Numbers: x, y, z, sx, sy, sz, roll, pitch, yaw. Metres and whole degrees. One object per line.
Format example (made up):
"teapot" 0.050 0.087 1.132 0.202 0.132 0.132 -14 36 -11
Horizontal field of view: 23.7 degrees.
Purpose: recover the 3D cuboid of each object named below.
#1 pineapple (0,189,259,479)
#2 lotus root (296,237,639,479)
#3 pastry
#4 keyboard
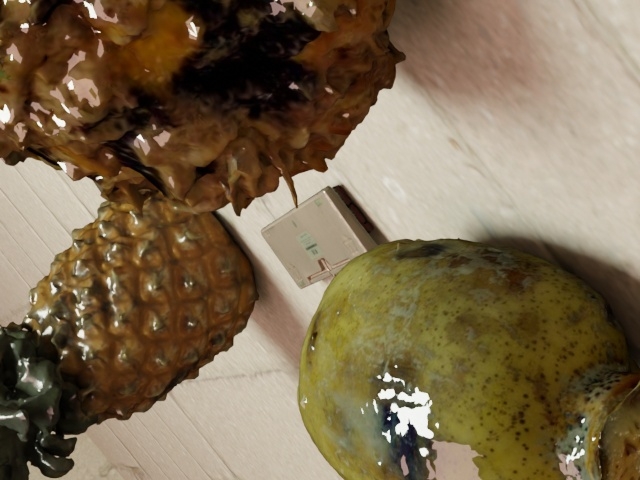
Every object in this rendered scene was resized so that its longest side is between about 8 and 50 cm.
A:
"pineapple" -0.202 0.105 1.172 0.169 0.340 0.169 40 160 17
"lotus root" 0.090 0.082 0.739 0.278 0.154 0.154 15 142 53
"pastry" -0.093 -0.126 0.663 0.275 0.193 0.275 46 162 19
"keyboard" 0.000 0.000 0.993 0.055 0.017 0.166 55 162 -2
